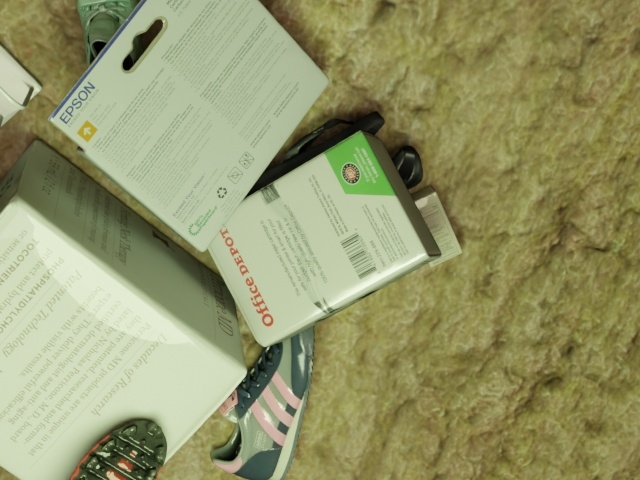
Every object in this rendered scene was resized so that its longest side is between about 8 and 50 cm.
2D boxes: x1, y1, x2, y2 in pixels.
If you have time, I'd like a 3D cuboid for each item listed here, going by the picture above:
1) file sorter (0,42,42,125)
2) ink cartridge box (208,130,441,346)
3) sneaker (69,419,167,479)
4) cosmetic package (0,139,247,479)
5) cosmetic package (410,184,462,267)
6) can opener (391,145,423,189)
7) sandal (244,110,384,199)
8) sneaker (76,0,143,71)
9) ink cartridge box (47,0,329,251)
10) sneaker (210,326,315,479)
[{"bbox_3d":[-0.564,-0.178,1.742,0.277,0.173,0.193,-41,109,6],"label":"file sorter"},{"bbox_3d":[0.000,0.000,1.845,0.289,0.121,0.211,-29,83,14],"label":"ink cartridge box"},{"bbox_3d":[-0.306,0.355,1.653,0.097,0.135,0.276,36,79,-5],"label":"sneaker"},{"bbox_3d":[-0.365,0.127,1.788,0.393,0.329,0.327,39,100,-18],"label":"cosmetic package"},{"bbox_3d":[0.175,-0.023,1.965,0.060,0.041,0.115,-24,110,1],"label":"cosmetic package"},{"bbox_3d":[0.097,-0.068,1.934,0.073,0.059,0.186,14,119,-40],"label":"can opener"},{"bbox_3d":[-0.021,-0.135,1.878,0.254,0.097,0.054,-28,83,1],"label":"sandal"},{"bbox_3d":[-0.298,-0.331,1.737,0.094,0.151,0.256,-13,109,-2],"label":"sneaker"},{"bbox_3d":[-0.183,-0.203,1.736,0.324,0.071,0.330,-53,129,-9],"label":"ink cartridge box"},{"bbox_3d":[-0.092,0.243,1.981,0.131,0.112,0.319,8,106,-13],"label":"sneaker"}]
